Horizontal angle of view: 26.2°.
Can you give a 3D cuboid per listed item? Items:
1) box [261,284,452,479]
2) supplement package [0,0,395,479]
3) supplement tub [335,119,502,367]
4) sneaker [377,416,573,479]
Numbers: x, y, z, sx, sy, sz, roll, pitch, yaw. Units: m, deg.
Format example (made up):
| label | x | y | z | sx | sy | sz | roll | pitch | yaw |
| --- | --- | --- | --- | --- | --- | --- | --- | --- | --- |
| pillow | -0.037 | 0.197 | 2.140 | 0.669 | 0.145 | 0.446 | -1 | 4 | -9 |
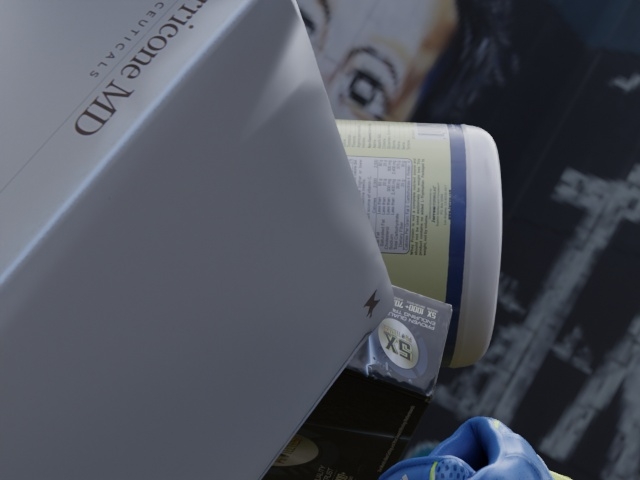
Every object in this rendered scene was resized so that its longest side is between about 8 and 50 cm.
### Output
| label | x | y | z | sx | sy | sz | roll | pitch | yaw |
| --- | --- | --- | --- | --- | --- | --- | --- | --- | --- |
| box | -0.011 | 0.098 | 0.918 | 0.147 | 0.077 | 0.180 | 19 | -40 | -1 |
| supplement package | -0.118 | 0.040 | 0.472 | 0.145 | 0.262 | 0.204 | 27 | -23 | 28 |
| supplement tub | 0.000 | 0.000 | 1.321 | 0.325 | 0.235 | 0.235 | 2 | -10 | 0 |
| sneaker | 0.041 | 0.163 | 0.532 | 0.091 | 0.240 | 0.126 | -25 | -72 | 37 |
